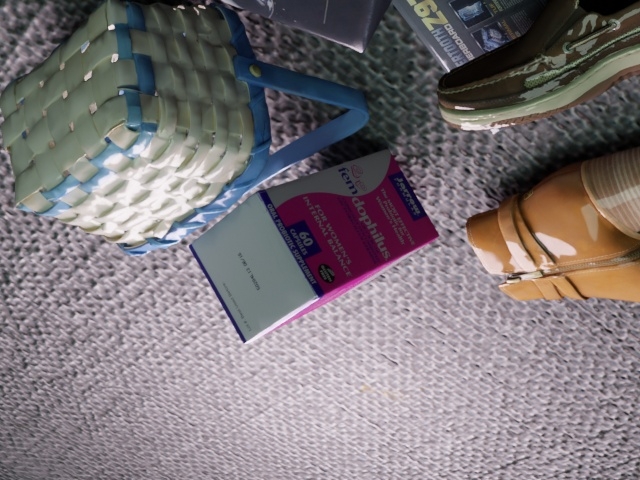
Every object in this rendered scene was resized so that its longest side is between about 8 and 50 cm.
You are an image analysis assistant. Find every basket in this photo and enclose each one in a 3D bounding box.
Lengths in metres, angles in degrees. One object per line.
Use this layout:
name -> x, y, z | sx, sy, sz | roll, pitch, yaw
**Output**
basket -> -0.127, -0.103, 0.954 | 0.254, 0.201, 0.289 | -28, 151, 34

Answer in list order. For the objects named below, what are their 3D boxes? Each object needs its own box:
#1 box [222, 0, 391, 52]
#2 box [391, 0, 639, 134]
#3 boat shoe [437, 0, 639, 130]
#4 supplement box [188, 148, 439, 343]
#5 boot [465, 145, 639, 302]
box -> -0.061, -0.339, 0.611 | 0.312, 0.179, 0.343 | 20, 145, 7
box -> 0.167, -0.213, 0.848 | 0.183, 0.059, 0.232 | -23, 128, 31
boat shoe -> 0.205, -0.168, 0.788 | 0.257, 0.095, 0.095 | -18, 118, 19
supplement box -> 0.000, 0.000, 0.990 | 0.114, 0.220, 0.111 | -35, 83, 38
boot -> 0.303, 0.039, 1.053 | 0.220, 0.109, 0.283 | -23, 126, 31
